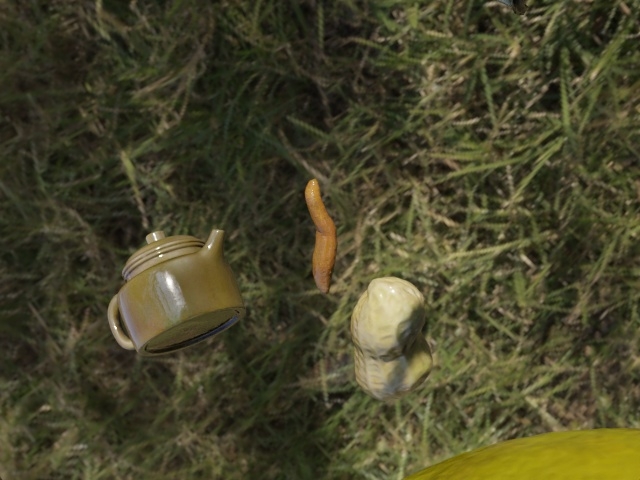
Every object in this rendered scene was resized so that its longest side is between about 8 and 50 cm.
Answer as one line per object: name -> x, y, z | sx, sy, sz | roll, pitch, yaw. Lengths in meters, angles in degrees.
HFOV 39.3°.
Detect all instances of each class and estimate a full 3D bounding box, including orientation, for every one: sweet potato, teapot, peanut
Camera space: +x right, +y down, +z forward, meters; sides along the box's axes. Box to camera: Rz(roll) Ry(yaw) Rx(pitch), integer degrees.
sweet potato -> 0.004, 0.000, 1.287 | 0.044, 0.044, 0.179 | 16, 120, 40
teapot -> -0.238, 0.073, 1.401 | 0.267, 0.185, 0.175 | -31, 71, 25
peanut -> 0.085, 0.123, 1.087 | 0.098, 0.090, 0.214 | 36, 151, 33

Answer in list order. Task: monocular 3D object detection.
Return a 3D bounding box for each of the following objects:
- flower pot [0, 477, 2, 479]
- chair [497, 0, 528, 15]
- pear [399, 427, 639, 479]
flower pot -> -0.433, 0.367, 1.057 | 0.179, 0.084, 0.251 | 37, 109, 31
chair -> -0.006, -0.212, 0.343 | 0.274, 0.190, 0.203 | 26, 129, 22
pear -> 0.091, 0.242, 0.312 | 0.413, 0.352, 0.352 | -30, 97, 32
